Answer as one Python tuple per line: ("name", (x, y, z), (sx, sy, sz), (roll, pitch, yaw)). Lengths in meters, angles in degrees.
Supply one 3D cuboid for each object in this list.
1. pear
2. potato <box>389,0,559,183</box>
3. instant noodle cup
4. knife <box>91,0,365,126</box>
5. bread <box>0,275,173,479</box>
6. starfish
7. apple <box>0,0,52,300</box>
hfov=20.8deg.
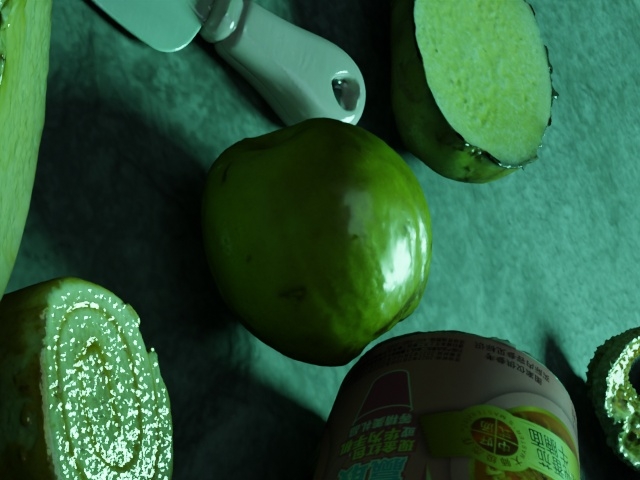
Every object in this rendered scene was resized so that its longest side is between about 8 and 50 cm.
("pear", (0.000, 0.000, 1.131), (0.149, 0.148, 0.162), (-36, 101, -50))
("potato", (0.106, -0.129, 1.365), (0.164, 0.081, 0.200), (29, 51, -30))
("instant noodle cup", (0.069, 0.197, 1.092), (0.244, 0.244, 0.255), (47, 36, -27))
("knife", (-0.100, -0.159, 1.176), (0.336, 0.043, 0.081), (30, 60, -32))
("bread", (-0.142, 0.099, 0.988), (0.122, 0.073, 0.149), (8, 71, -54))
("starfish", (0.324, 0.214, 1.466), (0.303, 0.113, 0.312), (22, 56, -43))
("apple", (-0.232, -0.108, 0.856), (0.251, 0.163, 0.293), (-83, 180, -54))
